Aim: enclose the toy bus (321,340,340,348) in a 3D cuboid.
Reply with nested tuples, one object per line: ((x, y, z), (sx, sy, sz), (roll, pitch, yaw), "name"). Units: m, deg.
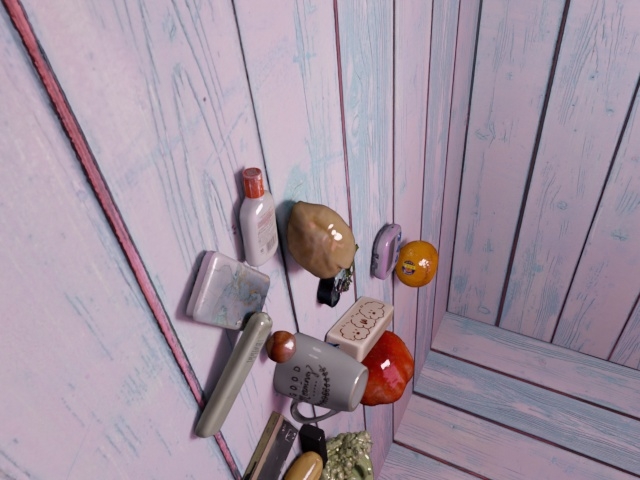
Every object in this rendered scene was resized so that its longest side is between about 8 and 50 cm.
((-0.002, 0.418, 1.718), (0.090, 0.106, 0.185), (6, 94, -71), "toy bus")

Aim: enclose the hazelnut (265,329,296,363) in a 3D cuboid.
((-0.103, 0.281, 1.427), (0.086, 0.086, 0.087), (-47, 146, -48), "hazelnut")

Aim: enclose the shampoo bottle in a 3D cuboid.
((-0.135, -0.052, 1.164), (0.108, 0.051, 0.221), (-50, 147, -44), "shampoo bottle")

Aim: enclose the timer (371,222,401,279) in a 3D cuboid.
((0.264, 0.042, 2.150), (0.191, 0.069, 0.209), (-42, 143, -53), "timer")

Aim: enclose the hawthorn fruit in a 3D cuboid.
((0.195, 0.463, 2.056), (0.330, 0.287, 0.287), (54, 50, -30), "hawthorn fruit")

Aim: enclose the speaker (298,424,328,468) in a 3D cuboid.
((-0.021, 0.728, 1.908), (0.044, 0.082, 0.218), (-55, 150, -39), "speaker")

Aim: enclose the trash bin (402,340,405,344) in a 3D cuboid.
((0.261, 0.521, 2.335), (0.240, 0.163, 0.122), (-39, 139, -56), "trash bin")

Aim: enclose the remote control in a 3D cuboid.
((-0.193, 0.305, 1.224), (0.310, 0.038, 0.090), (-64, 161, 0), "remote control")

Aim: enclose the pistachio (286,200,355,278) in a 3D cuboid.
((0.000, 0.000, 1.385), (0.162, 0.182, 0.293), (-36, 151, 4), "pistachio")

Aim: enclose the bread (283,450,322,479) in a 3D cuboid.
((-0.073, 0.819, 1.824), (0.217, 0.098, 0.148), (-47, 146, -45), "bread")

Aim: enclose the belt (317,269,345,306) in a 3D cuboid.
((0.039, 0.142, 1.694), (0.105, 0.058, 0.140), (-12, 114, -66), "belt")

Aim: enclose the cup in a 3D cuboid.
((0.001, 0.427, 1.570), (0.186, 0.233, 0.258), (-16, 121, -64), "cup")

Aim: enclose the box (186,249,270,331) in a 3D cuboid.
((-0.190, 0.118, 1.163), (0.285, 0.044, 0.142), (38, 65, -67), "box")

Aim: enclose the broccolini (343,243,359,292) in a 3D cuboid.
((0.103, 0.083, 1.809), (0.201, 0.058, 0.074), (-57, 159, -34), "broccolini")

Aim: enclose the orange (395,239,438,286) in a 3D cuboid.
((0.433, 0.105, 2.434), (0.219, 0.193, 0.220), (-24, 122, -44), "orange")

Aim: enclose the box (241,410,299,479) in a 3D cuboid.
((-0.153, 0.662, 1.601), (0.270, 0.045, 0.211), (-64, 154, -25), "box")

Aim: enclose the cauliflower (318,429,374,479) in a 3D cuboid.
((0.102, 0.884, 2.075), (0.260, 0.281, 0.327), (21, 102, -36), "cauliflower")

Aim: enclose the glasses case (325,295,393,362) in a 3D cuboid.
((0.147, 0.314, 1.955), (0.336, 0.143, 0.076), (-37, 137, -58), "glasses case")
